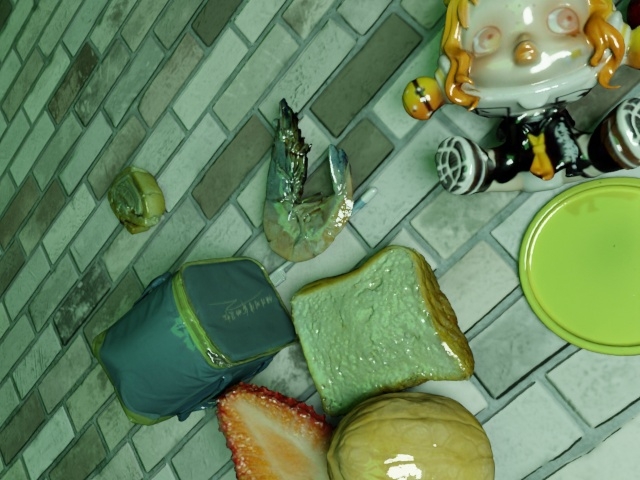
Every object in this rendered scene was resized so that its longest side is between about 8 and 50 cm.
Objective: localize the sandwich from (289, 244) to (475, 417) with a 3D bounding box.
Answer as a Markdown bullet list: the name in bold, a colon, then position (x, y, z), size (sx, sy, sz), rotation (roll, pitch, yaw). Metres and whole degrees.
- **sandwich**: position (0.083, 0.142, 0.811), size (0.251, 0.087, 0.226), rotation (-28, 70, 26)

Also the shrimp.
- **shrimp**: position (-0.022, -0.107, 0.902), size (0.178, 0.075, 0.289), rotation (1, 79, 28)

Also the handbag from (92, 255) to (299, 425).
- **handbag**: position (-0.210, 0.164, 0.886), size (0.241, 0.263, 0.222), rotation (-37, 74, 22)

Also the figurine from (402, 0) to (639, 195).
- **figurine**: position (0.269, -0.227, 0.675), size (0.320, 0.196, 0.323), rotation (-6, 87, 21)

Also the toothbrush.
- **toothbrush**: position (0.000, 0.000, 0.916), size (0.276, 0.019, 0.025), rotation (-41, 70, 22)

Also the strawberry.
- **strawberry**: position (-0.046, 0.326, 0.826), size (0.188, 0.106, 0.286), rotation (-34, 98, 13)

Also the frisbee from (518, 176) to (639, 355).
- **frisbee**: position (0.384, 0.032, 0.676), size (0.236, 0.017, 0.236), rotation (-4, 83, 32)

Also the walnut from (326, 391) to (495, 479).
- **walnut**: position (0.119, 0.298, 0.695), size (0.193, 0.226, 0.193), rotation (-172, 90, -72)

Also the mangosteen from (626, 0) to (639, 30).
- **mangosteen**: position (0.430, -0.292, 0.651), size (0.081, 0.081, 0.081), rotation (-4, 83, 31)

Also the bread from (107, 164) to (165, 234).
- **bread**: position (-0.410, -0.089, 1.154), size (0.156, 0.064, 0.117), rotation (47, 110, 28)
